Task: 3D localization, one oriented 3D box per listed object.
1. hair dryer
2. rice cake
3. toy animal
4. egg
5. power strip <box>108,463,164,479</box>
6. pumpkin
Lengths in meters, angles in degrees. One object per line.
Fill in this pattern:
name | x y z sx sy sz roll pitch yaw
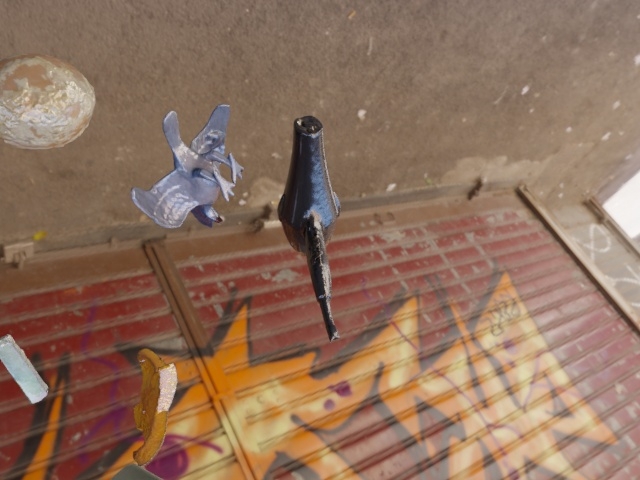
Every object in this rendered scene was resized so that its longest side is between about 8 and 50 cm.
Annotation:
hair dryer | 0.000 0.000 0.950 0.119 0.360 0.304 -4 140 -9
rice cake | -0.629 0.270 1.182 0.043 0.034 0.211 -23 135 -20
toy animal | -0.216 -0.105 0.944 0.239 0.176 0.256 -60 137 -35
egg | -0.595 -0.295 1.191 0.245 0.203 0.203 -33 165 -52
power strip | -0.241 0.409 0.805 0.118 0.270 0.046 -39 126 -43
pumpkin | -0.504 0.485 1.672 0.095 0.291 0.258 15 171 -30
